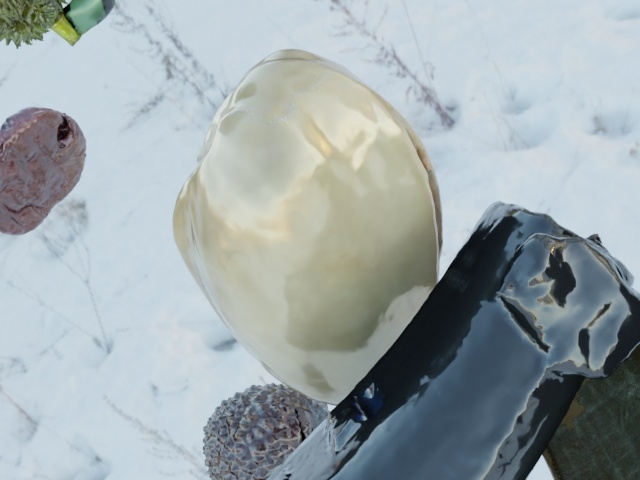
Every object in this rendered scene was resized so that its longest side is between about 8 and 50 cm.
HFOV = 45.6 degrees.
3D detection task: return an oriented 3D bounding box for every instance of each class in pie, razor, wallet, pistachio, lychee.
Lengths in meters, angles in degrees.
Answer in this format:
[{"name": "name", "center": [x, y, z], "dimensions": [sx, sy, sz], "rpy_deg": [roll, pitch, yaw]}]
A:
[{"name": "pie", "center": [-0.321, -0.078, 0.841], "dimensions": [0.038, 0.154, 0.153], "rpy_deg": [31, 62, 18]}, {"name": "razor", "center": [0.068, 0.125, 0.506], "dimensions": [0.327, 0.107, 0.189], "rpy_deg": [-51, 7, 2]}, {"name": "wallet", "center": [0.201, 0.111, 0.538], "dimensions": [0.122, 0.031, 0.232], "rpy_deg": [-41, 41, 26]}, {"name": "pistachio", "center": [0.000, 0.000, 0.630], "dimensions": [0.213, 0.318, 0.194], "rpy_deg": [-9, 36, 21]}, {"name": "lychee", "center": [-0.065, 0.271, 0.986], "dimensions": [0.188, 0.188, 0.188], "rpy_deg": [-16, 38, 13]}]

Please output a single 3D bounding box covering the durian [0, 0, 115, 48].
[{"name": "durian", "center": [-0.270, -0.238, 0.595], "dimensions": [0.146, 0.198, 0.159], "rpy_deg": [-37, 77, -15]}]
